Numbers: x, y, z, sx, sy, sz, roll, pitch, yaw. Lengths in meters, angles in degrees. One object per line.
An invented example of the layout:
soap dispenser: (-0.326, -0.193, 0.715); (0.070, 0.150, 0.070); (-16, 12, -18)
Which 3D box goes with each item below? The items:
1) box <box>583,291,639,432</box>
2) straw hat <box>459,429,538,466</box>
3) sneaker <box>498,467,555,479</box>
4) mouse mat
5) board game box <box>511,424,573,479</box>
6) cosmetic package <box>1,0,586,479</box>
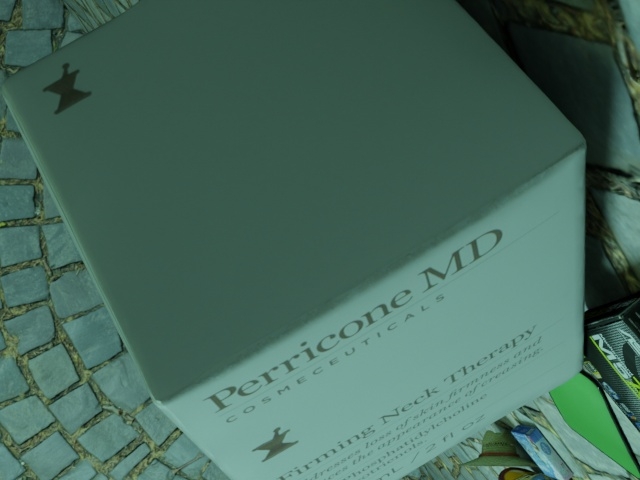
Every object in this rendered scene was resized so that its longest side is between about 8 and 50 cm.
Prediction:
box: (0.309, 0.137, 0.872); (0.190, 0.045, 0.184); (51, 174, 6)
straw hat: (0.299, 0.349, 1.656); (0.144, 0.144, 0.061); (97, 175, -77)
sneaker: (0.359, 0.411, 1.644); (0.185, 0.069, 0.084); (26, 145, 56)
mouse mat: (0.316, 0.200, 1.201); (0.189, 0.007, 0.152); (59, 168, -31)
board game box: (0.340, 0.327, 1.522); (0.090, 0.020, 0.090); (50, 171, 2)
cosmetic package: (0.000, 0.000, 0.852); (0.327, 0.329, 0.393); (57, 175, 32)
